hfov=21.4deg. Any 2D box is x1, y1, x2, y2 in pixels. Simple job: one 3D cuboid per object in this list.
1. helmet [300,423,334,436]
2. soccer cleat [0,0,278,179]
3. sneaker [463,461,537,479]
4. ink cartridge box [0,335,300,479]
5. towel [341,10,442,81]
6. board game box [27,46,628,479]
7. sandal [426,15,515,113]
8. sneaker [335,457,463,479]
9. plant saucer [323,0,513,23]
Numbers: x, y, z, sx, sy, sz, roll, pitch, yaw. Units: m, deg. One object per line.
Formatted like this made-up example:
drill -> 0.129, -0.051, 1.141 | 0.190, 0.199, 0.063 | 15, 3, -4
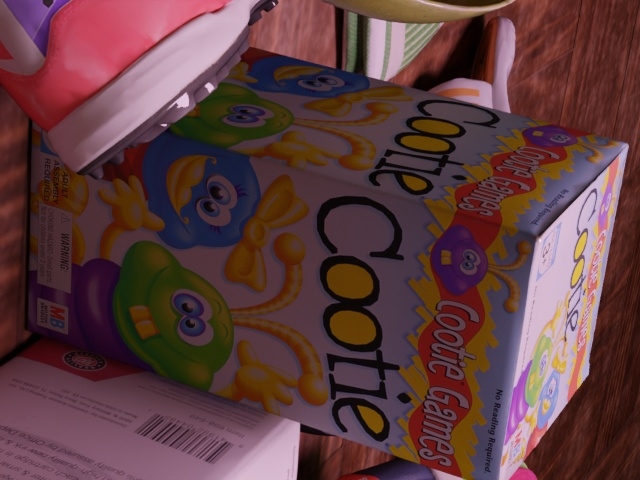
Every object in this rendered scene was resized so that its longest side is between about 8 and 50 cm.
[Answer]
helmet -> 0.017, 0.045, 1.126 | 0.161, 0.169, 0.169 | -6, 112, -50
soccer cleat -> -0.077, -0.146, 0.847 | 0.116, 0.108, 0.318 | 50, 30, -12
sneaker -> 0.117, 0.429, 1.560 | 0.202, 0.185, 0.483 | 103, 0, -68
ink cartridge box -> -0.129, 0.143, 0.838 | 0.218, 0.158, 0.092 | -37, 139, -56
towel -> 0.094, -0.277, 1.254 | 0.325, 0.038, 0.248 | -54, 153, -44
board game box -> 0.000, 0.000, 0.891 | 0.142, 0.275, 0.144 | -39, 139, -56
sandal -> 0.109, -0.095, 1.386 | 0.265, 0.076, 0.102 | -80, -174, -49
sneaker -> 0.002, 0.308, 1.367 | 0.148, 0.131, 0.350 | -7, 131, -31
plant saucer -> -0.003, -0.187, 0.857 | 0.037, 0.241, 0.241 | -52, 171, 31
